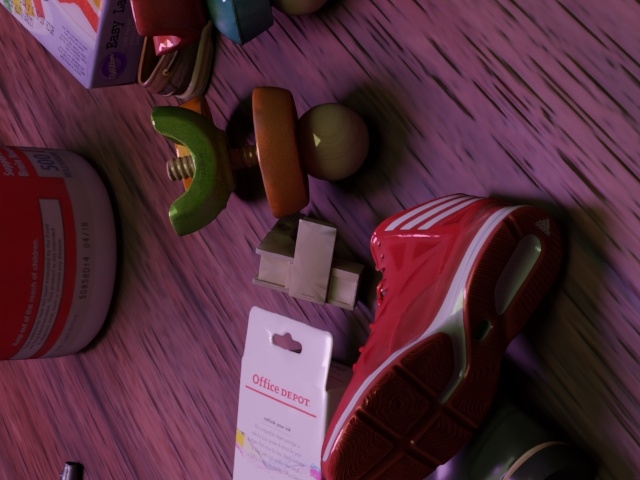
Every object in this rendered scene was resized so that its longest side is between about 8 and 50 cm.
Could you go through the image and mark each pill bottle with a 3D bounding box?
[{"bbox_3d":[-0.429,0.013,1.210,0.229,0.408,0.229,0,90,51],"label":"pill bottle"}]

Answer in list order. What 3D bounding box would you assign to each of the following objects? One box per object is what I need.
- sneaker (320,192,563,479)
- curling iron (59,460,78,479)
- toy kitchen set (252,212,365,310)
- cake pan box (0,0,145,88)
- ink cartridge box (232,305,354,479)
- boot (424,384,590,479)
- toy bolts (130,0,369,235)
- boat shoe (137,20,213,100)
[{"bbox_3d":[0.061,0.064,0.821,0.221,0.087,0.128,-50,27,-6],"label":"sneaker"},{"bbox_3d":[-0.300,0.370,1.345,0.068,0.035,0.274,28,112,48],"label":"curling iron"},{"bbox_3d":[0.000,0.000,0.963,0.083,0.075,0.068,15,120,11],"label":"toy kitchen set"},{"bbox_3d":[-0.254,-0.321,1.206,0.267,0.070,0.245,45,131,29],"label":"cake pan box"},{"bbox_3d":[-0.008,0.155,0.950,0.115,0.067,0.198,15,103,51],"label":"ink cartridge box"},{"bbox_3d":[0.084,0.180,0.835,0.198,0.077,0.137,-53,44,16],"label":"boot"},{"bbox_3d":[-0.051,-0.131,0.995,0.218,0.159,0.228,-49,-52,-87],"label":"toy bolts"},{"bbox_3d":[-0.129,-0.217,1.110,0.064,0.060,0.178,21,106,50],"label":"boat shoe"}]
